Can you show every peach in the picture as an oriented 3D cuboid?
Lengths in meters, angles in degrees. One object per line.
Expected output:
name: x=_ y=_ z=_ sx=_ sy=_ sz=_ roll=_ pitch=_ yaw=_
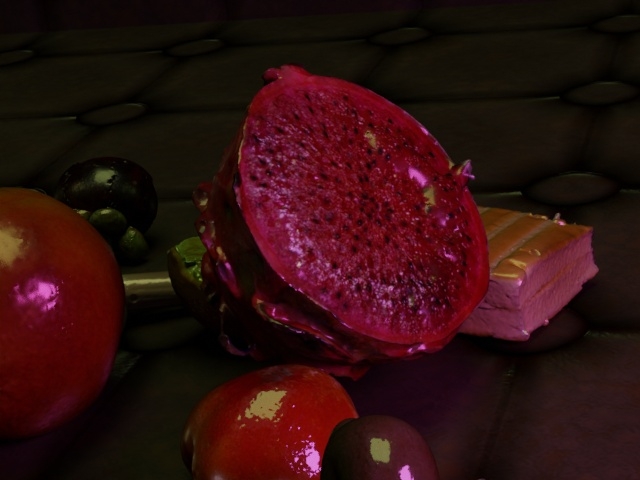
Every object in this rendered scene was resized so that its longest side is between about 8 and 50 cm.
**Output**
peach: x=-0.373 y=0.087 z=1.802 sx=0.308 sy=0.307 sz=0.332 roll=-4 pitch=-5 yaw=10

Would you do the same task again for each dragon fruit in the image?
dragon fruit: x=0.000 y=0.000 z=1.764 sx=0.371 sy=0.386 sz=0.249 roll=-11 pitch=-22 yaw=-44

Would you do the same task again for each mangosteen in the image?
mangosteen: x=-0.337 y=-0.043 z=2.307 sx=0.166 sy=0.166 sz=0.180 roll=-8 pitch=46 yaw=0

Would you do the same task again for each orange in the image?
orange: x=-0.085 y=0.044 z=1.974 sx=0.237 sy=0.158 sz=0.179 roll=-25 pitch=33 yaw=-29

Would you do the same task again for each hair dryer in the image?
hair dryer: x=-0.212 y=0.066 z=2.088 sx=0.344 sy=0.106 sz=0.189 roll=-3 pitch=18 yaw=-13

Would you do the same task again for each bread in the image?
bread: x=0.216 y=0.034 z=1.965 sx=0.239 sy=0.111 sz=0.246 roll=10 pitch=25 yaw=31

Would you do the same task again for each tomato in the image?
tomato: x=-0.048 y=0.203 z=1.595 sx=0.200 sy=0.139 sz=0.233 roll=-8 pitch=20 yaw=-17

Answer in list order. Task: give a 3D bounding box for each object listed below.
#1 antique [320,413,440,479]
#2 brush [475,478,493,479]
antique: x=0.070 y=0.268 z=1.314 sx=0.121 sy=0.143 sz=0.257 roll=0 pitch=43 yaw=-16
brush: x=0.060 y=0.304 z=1.421 sx=0.323 sy=0.051 sz=0.070 roll=-26 pitch=28 yaw=-38
